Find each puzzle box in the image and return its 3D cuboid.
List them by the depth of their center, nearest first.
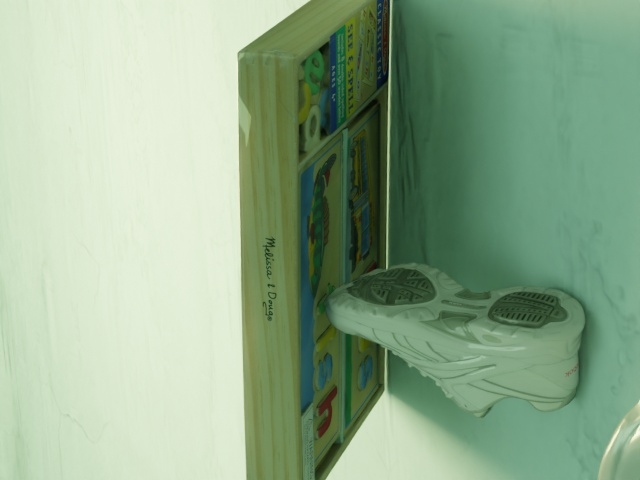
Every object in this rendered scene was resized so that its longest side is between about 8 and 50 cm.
[{"bbox_3d":[0.000,0.000,1.624,0.272,0.052,0.409,-50,-37,-63],"label":"puzzle box"}]

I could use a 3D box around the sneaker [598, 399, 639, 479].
[{"bbox_3d":[0.262,0.144,1.302,0.094,0.080,0.212,45,138,34],"label":"sneaker"}]

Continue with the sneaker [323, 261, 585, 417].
[{"bbox_3d":[0.104,0.091,1.515,0.232,0.090,0.115,12,124,33],"label":"sneaker"}]
